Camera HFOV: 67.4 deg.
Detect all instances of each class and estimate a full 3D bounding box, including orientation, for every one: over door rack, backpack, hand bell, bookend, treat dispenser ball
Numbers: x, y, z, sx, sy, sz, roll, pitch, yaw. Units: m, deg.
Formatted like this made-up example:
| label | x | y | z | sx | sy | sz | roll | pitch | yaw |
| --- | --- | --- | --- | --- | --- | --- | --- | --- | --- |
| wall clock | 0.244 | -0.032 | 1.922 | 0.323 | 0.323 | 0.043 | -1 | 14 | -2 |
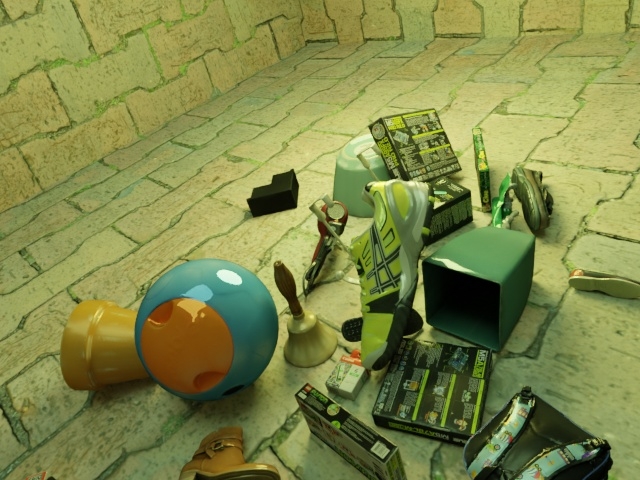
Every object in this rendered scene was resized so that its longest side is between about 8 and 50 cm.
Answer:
| label | x | y | z | sx | sy | sz | roll | pitch | yaw |
| --- | --- | --- | --- | --- | --- | --- | --- | --- | --- |
| over door rack | 0.109 | -0.026 | 1.114 | 0.108 | 0.324 | 0.239 | -7 | 33 | 44 |
| backpack | 0.303 | 0.328 | 0.696 | 0.173 | 0.117 | 0.158 | -31 | 37 | -20 |
| hand bell | -0.051 | 0.140 | 1.009 | 0.126 | 0.242 | 0.126 | -12 | 34 | 8 |
| bookend | -0.159 | -0.164 | 1.637 | 0.157 | 0.072 | 0.156 | -13 | 33 | 8 |
| treat dispenser ball | -0.230 | 0.181 | 0.991 | 0.288 | 0.288 | 0.288 | -12 | 34 | 8 |

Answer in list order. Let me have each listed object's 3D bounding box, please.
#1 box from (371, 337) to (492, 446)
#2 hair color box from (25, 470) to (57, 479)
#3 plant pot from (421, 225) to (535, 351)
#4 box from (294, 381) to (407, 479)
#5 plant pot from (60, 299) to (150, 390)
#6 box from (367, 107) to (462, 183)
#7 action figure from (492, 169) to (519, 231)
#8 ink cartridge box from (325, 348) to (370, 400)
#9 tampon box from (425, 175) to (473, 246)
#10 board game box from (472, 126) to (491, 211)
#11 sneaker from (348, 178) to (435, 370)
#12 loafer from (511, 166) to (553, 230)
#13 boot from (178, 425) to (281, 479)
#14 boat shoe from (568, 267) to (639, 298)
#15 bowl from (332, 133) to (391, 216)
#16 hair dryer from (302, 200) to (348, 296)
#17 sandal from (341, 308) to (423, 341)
| label | x | y | z | sx | sy | sz | roll | pitch | yaw |
| --- | --- | --- | --- | --- | --- | --- | --- | --- | --- |
| box | 0.210 | 0.270 | 0.886 | 0.184 | 0.045 | 0.191 | 4 | 39 | 25 |
| hair color box | -0.509 | 0.500 | 0.857 | 0.043 | 0.072 | 0.141 | -19 | 35 | -1 |
| plant pot | 0.350 | 0.074 | 1.002 | 0.165 | 0.165 | 0.234 | 18 | 40 | 41 |
| box | 0.048 | 0.333 | 0.808 | 0.036 | 0.114 | 0.207 | -38 | 40 | -28 |
| plant pot | -0.453 | 0.242 | 1.106 | 0.188 | 0.205 | 0.205 | 2 | 36 | 1 |
| box | 0.282 | -0.266 | 1.397 | 0.270 | 0.216 | 0.060 | -22 | -3 | -41 |
| action figure | 0.450 | -0.045 | 1.178 | 0.063 | 0.137 | 0.232 | 10 | 50 | 16 |
| ink cartridge box | 0.065 | 0.262 | 0.973 | 0.063 | 0.029 | 0.115 | 8 | 42 | 34 |
| tampon box | 0.305 | -0.081 | 1.286 | 0.161 | 0.101 | 0.120 | -26 | 36 | -14 |
| board game box | 0.459 | -0.208 | 1.367 | 0.030 | 0.136 | 0.260 | -8 | 35 | 18 |
| sneaker | 0.121 | 0.063 | 0.965 | 0.147 | 0.145 | 0.385 | 12 | 81 | 5 |
| loafer | 0.561 | -0.119 | 1.239 | 0.084 | 0.096 | 0.267 | -3 | 34 | 10 |
| boot | -0.153 | 0.383 | 0.838 | 0.197 | 0.073 | 0.152 | -13 | 15 | 10 |
| boat shoe | 0.585 | 0.083 | 0.981 | 0.137 | 0.049 | 0.043 | 7 | 39 | 39 |
| bowl | 0.171 | -0.226 | 1.498 | 0.311 | 0.163 | 0.311 | -11 | 35 | 8 |
| hair dryer | 0.000 | 0.000 | 1.260 | 0.080 | 0.223 | 0.293 | 29 | 20 | 0 |
| sandal | 0.131 | 0.181 | 1.033 | 0.179 | 0.040 | 0.067 | -8 | 72 | -6 |
